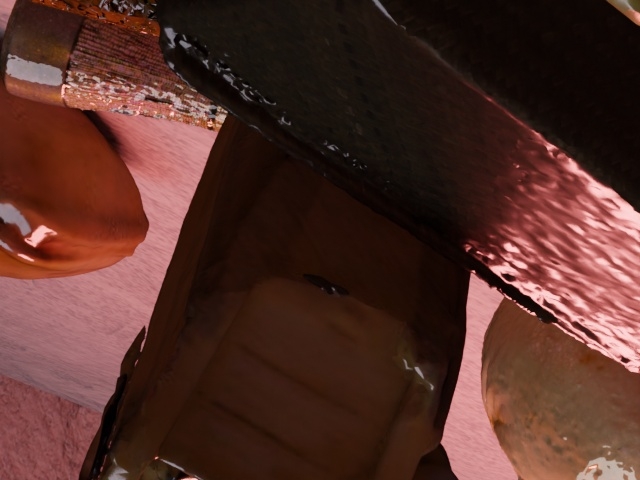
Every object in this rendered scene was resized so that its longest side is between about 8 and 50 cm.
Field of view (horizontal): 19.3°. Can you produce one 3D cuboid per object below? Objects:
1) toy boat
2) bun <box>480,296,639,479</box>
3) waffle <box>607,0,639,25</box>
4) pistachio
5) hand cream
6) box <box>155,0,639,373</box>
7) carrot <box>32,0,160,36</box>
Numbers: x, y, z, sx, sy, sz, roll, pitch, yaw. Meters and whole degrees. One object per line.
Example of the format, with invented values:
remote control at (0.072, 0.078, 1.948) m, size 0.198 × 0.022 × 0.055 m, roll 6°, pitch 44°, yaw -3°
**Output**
toy boat at (0.000, 0.000, 0.835) m, size 0.136 × 0.162 × 0.445 m, roll 27°, pitch -150°, yaw -8°
bun at (0.174, 0.122, 1.248) m, size 0.222 × 0.127 × 0.222 m, roll 57°, pitch 176°, yaw 7°
waffle at (0.122, -0.148, 0.405) m, size 0.317 × 0.073 × 0.297 m, roll 36°, pitch 144°, yaw 2°
pistachio at (-0.245, -0.050, 1.461) m, size 0.212 × 0.163 × 0.260 m, roll 43°, pitch -174°, yaw 20°
hand cream at (-0.092, -0.103, 1.162) m, size 0.203 × 0.084 × 0.084 m, roll 17°, pitch 165°, yaw 4°
box at (0.107, -0.077, 0.655) m, size 0.273 × 0.184 × 0.143 m, roll 34°, pitch 165°, yaw -29°
carrot at (-0.128, -0.155, 1.039) m, size 0.228 × 0.069 × 0.069 m, roll 19°, pitch 165°, yaw 19°
